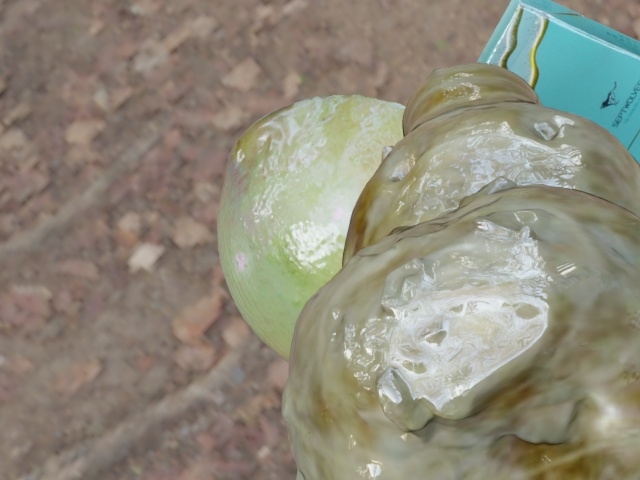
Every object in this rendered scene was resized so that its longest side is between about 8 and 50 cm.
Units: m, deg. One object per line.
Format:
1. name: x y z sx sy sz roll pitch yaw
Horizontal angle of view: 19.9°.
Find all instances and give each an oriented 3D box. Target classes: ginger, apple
1. ginger: 0.082 0.054 0.768 0.176 0.256 0.375 -21 30 12
2. apple: 0.000 0.000 1.346 0.265 0.193 0.120 -25 16 47

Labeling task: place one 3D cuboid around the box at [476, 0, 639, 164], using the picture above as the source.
1. box: 0.235 -0.100 1.560 0.041 0.229 0.162 -79 14 -57
